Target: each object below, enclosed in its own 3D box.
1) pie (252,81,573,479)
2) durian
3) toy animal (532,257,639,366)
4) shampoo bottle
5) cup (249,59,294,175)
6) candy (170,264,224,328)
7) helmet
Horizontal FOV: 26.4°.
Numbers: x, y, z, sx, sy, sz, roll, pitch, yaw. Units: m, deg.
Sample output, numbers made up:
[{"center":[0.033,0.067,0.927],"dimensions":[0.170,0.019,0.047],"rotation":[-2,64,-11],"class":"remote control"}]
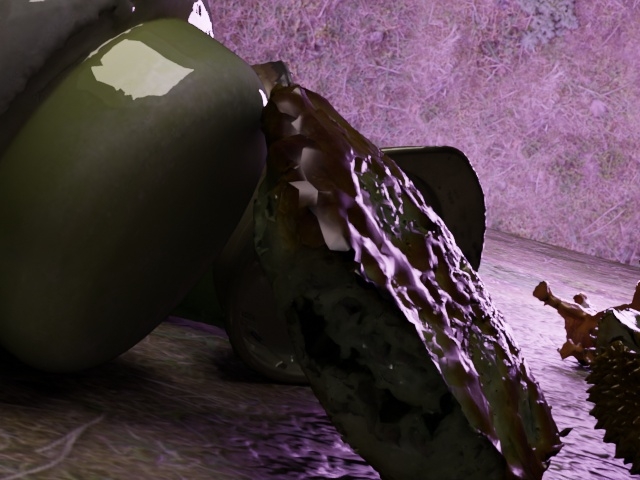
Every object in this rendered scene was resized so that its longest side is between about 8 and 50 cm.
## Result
[{"center":[0.057,0.047,0.970],"dimensions":[0.355,0.103,0.288],"rotation":[53,15,-14],"class":"pie"},{"center":[0.333,0.149,1.128],"dimensions":[0.237,0.138,0.193],"rotation":[16,4,27],"class":"durian"},{"center":[0.363,0.090,1.583],"dimensions":[0.116,0.114,0.255],"rotation":[12,-20,-36],"class":"toy animal"},{"center":[-0.220,-0.086,0.985],"dimensions":[0.317,0.322,0.322],"rotation":[37,12,12],"class":"shampoo bottle"},{"center":[-0.154,-0.061,1.540],"dimensions":[0.256,0.227,0.301],"rotation":[-5,-24,-6],"class":"cup"},{"center":[-0.040,0.024,1.309],"dimensions":[0.343,0.142,0.132],"rotation":[15,-4,-8],"class":"candy"},{"center":[0.002,-0.003,1.184],"dimensions":[0.257,0.204,0.137],"rotation":[-24,35,-23],"class":"helmet"}]
